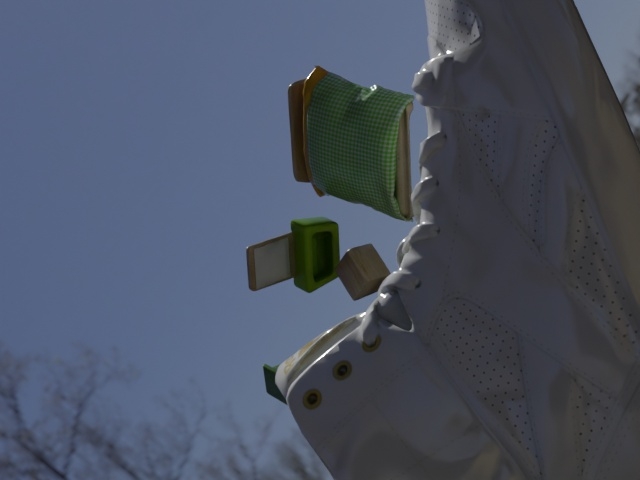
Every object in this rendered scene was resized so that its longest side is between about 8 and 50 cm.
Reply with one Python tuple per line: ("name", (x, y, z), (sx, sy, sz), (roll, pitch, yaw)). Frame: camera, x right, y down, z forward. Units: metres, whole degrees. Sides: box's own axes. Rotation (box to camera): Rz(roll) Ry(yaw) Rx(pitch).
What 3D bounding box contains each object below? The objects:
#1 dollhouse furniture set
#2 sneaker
("dollhouse furniture set", (0.000, 0.000, 0.670), (0.059, 0.076, 0.151), (-19, -63, -33))
("sneaker", (0.047, 0.002, 0.558), (0.169, 0.292, 0.108), (-21, -14, 14))
